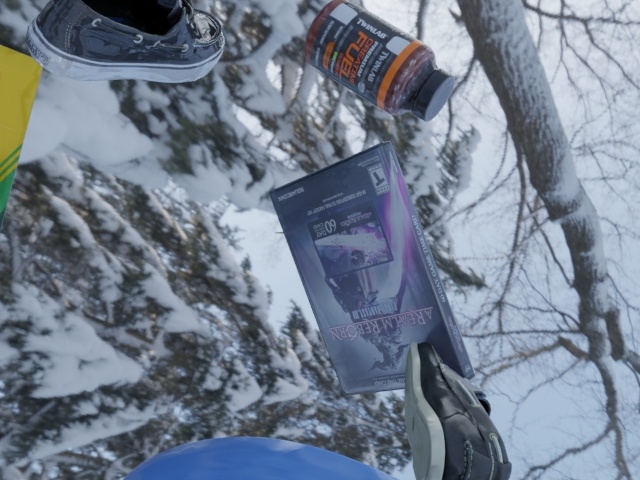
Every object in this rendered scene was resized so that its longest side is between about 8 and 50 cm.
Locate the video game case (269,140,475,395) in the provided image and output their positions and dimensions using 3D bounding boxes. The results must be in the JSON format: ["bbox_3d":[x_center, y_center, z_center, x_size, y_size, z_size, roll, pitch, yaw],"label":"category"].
[{"bbox_3d":[0.053,0.043,0.894,0.196,0.026,0.274,-19,-88,46],"label":"video game case"}]

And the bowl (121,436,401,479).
[{"bbox_3d":[-0.014,0.321,0.552,0.391,0.077,0.391,10,-62,19],"label":"bowl"}]

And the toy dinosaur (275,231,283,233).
[{"bbox_3d":[0.000,0.000,1.352,0.183,0.093,0.053,23,-96,57],"label":"toy dinosaur"}]

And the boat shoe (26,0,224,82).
[{"bbox_3d":[-0.149,-0.191,0.666,0.080,0.228,0.076,52,-58,12],"label":"boat shoe"}]

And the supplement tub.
[{"bbox_3d":[0.082,-0.239,1.035,0.198,0.106,0.106,35,-92,17],"label":"supplement tub"}]

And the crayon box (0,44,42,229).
[{"bbox_3d":[-0.524,-0.112,0.824,0.106,0.363,0.313,-17,-119,52],"label":"crayon box"}]

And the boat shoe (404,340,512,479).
[{"bbox_3d":[0.122,0.165,0.739,0.079,0.233,0.084,1,-75,-2],"label":"boat shoe"}]
